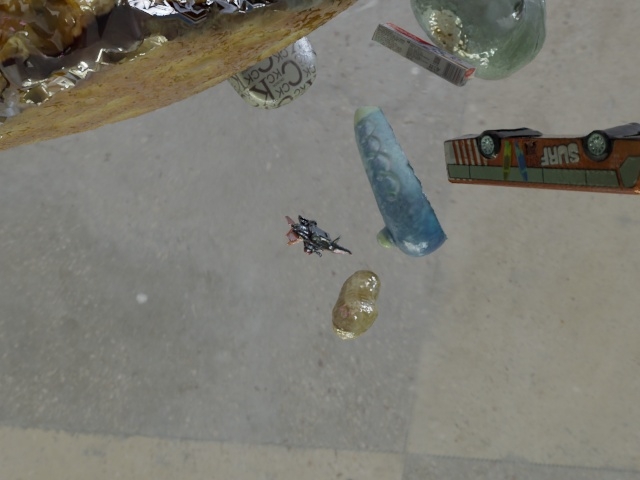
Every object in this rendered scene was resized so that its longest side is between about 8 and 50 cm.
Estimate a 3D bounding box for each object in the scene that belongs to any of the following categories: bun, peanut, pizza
[{"bbox_3d":[0.363,-0.535,1.776,0.362,0.211,0.362,15,63,-32],"label":"bun"},{"bbox_3d":[0.069,0.113,1.430,0.080,0.174,0.080,9,126,12],"label":"peanut"},{"bbox_3d":[-0.144,-0.147,0.561,0.408,0.278,0.114,-24,89,2],"label":"pizza"}]

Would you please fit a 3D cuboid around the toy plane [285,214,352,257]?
[{"bbox_3d":[0.001,-0.003,1.903,0.189,0.130,0.061,14,128,-23],"label":"toy plane"}]

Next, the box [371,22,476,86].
[{"bbox_3d":[0.206,-0.374,1.598,0.218,0.055,0.040,35,123,23],"label":"box"}]

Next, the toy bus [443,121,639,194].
[{"bbox_3d":[0.345,-0.125,1.194,0.093,0.409,0.092,-11,102,-29],"label":"toy bus"}]

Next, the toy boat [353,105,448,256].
[{"bbox_3d":[0.132,-0.103,1.551,0.123,0.215,0.330,-26,59,7],"label":"toy boat"}]

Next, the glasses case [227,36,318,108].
[{"bbox_3d":[-0.139,-0.357,1.190,0.137,0.085,0.355,-34,89,-19],"label":"glasses case"}]
